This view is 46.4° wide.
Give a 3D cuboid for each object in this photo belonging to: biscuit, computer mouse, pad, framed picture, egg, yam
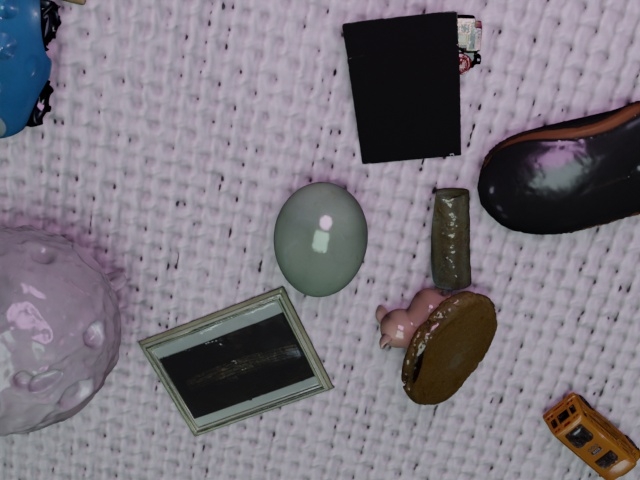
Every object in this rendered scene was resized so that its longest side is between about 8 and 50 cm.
[{"bbox_3d":[0.216,0.180,1.254,0.226,0.042,0.225,-25,131,-31],"label":"biscuit"},{"bbox_3d":[0.407,-0.102,1.150,0.324,0.116,0.182,-15,116,7],"label":"computer mouse"},{"bbox_3d":[0.128,-0.222,1.125,0.164,0.004,0.243,-4,129,9],"label":"pad"},{"bbox_3d":[-0.153,0.229,1.358,0.293,0.018,0.231,-22,110,10],"label":"framed picture"},{"bbox_3d":[0.000,0.000,1.186,0.150,0.149,0.192,4,120,0],"label":"egg"},{"bbox_3d":[0.212,-0.003,1.222,0.068,0.068,0.169,-5,112,4],"label":"yam"}]

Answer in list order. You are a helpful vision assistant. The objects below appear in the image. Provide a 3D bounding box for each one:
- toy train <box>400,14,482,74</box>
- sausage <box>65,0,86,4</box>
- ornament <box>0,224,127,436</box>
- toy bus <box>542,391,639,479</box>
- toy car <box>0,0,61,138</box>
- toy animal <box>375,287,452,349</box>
[{"bbox_3d":[0.172,-0.293,1.113,0.138,0.050,0.086,2,108,2],"label":"toy train"},{"bbox_3d":[-0.415,-0.379,1.111,0.132,0.024,0.024,15,112,-5],"label":"sausage"},{"bbox_3d":[-0.489,0.146,1.180,0.337,0.337,0.336,1,113,2],"label":"ornament"},{"bbox_3d":[0.501,0.369,1.354,0.194,0.088,0.083,40,107,-13],"label":"toy bus"},{"bbox_3d":[-0.495,-0.264,1.074,0.189,0.190,0.255,17,114,-6],"label":"toy car"},{"bbox_3d":[0.159,0.131,1.276,0.150,0.083,0.089,-35,95,3],"label":"toy animal"}]
